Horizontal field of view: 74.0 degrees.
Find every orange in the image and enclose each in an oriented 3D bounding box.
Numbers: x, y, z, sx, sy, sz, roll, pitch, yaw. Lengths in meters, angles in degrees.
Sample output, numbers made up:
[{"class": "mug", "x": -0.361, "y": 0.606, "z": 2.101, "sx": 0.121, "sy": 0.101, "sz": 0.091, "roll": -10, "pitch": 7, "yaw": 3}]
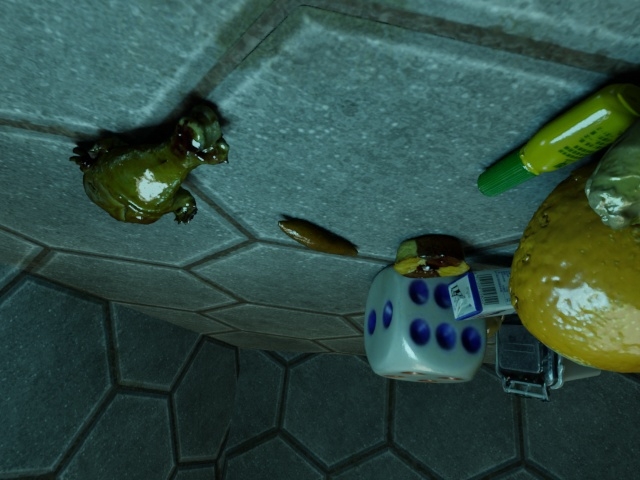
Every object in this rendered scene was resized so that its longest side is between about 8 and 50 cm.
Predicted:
[{"class": "orange", "x": 0.479, "y": 0.044, "z": 0.666, "sx": 0.293, "sy": 0.341, "sz": 0.340, "roll": 31, "pitch": 174, "yaw": 35}]

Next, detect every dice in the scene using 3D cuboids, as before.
[{"class": "dice", "x": 0.297, "y": 0.251, "z": 1.265, "sx": 0.276, "sy": 0.304, "sz": 0.304, "roll": 11, "pitch": 158, "yaw": -11}]

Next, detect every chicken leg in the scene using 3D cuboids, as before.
[{"class": "chicken leg", "x": -0.296, "y": -0.107, "z": 0.778, "sx": 0.361, "sy": 0.140, "sz": 0.211, "roll": -3, "pitch": 148, "yaw": 30}]

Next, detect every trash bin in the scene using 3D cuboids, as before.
[{"class": "trash bin", "x": 0.846, "y": 0.424, "z": 1.567, "sx": 0.367, "sy": 0.296, "sz": 0.256, "roll": 10, "pitch": 166, "yaw": -29}]

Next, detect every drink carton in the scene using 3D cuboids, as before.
[{"class": "drink carton", "x": 0.504, "y": 0.128, "z": 1.097, "sx": 0.314, "sy": 0.107, "sz": 0.130, "roll": -5, "pitch": 161, "yaw": -11}]

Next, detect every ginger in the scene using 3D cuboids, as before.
[{"class": "ginger", "x": 0.416, "y": -0.122, "z": 0.473, "sx": 0.116, "sy": 0.109, "sz": 0.263, "roll": 19, "pitch": 126, "yaw": -22}]

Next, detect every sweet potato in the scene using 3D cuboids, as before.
[{"class": "sweet potato", "x": -0.001, "y": 0.001, "z": 1.068, "sx": 0.264, "sy": 0.057, "sz": 0.057, "roll": 25, "pitch": 151, "yaw": -35}]

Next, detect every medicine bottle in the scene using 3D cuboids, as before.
[{"class": "medicine bottle", "x": 0.341, "y": -0.134, "z": 0.636, "sx": 0.095, "sy": 0.064, "sz": 0.260, "roll": 0, "pitch": 162, "yaw": -24}]

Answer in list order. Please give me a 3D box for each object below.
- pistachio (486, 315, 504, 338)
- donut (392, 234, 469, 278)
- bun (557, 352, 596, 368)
[{"class": "pistachio", "x": 0.482, "y": 0.267, "z": 1.471, "sx": 0.288, "sy": 0.197, "sz": 0.166, "roll": -23, "pitch": -172, "yaw": 32}, {"class": "donut", "x": 0.276, "y": 0.043, "z": 1.072, "sx": 0.166, "sy": 0.073, "sz": 0.184, "roll": 23, "pitch": 151, "yaw": -39}, {"class": "bun", "x": 0.584, "y": 0.132, "z": 0.890, "sx": 0.283, "sy": 0.283, "sz": 0.179, "roll": 4, "pitch": 115, "yaw": 7}]
